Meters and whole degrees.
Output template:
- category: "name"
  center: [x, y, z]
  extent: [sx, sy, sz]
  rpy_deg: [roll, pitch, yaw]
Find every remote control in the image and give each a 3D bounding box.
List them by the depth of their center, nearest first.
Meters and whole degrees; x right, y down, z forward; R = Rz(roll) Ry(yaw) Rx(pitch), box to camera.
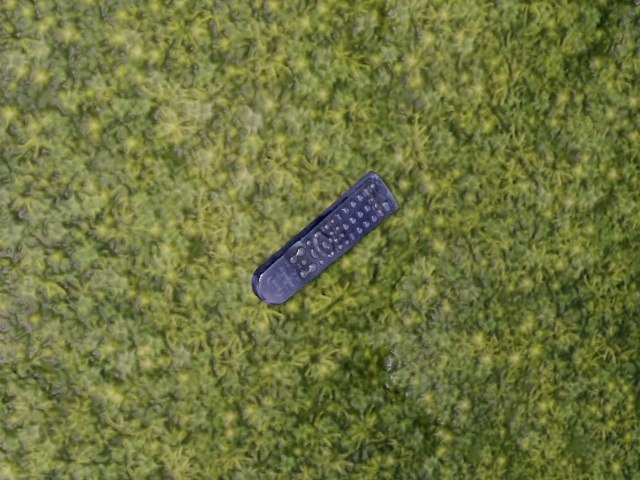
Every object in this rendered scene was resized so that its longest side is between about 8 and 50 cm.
- category: "remote control"
  center: [0.001, 0.000, 1.266]
  extent: [0.152, 0.027, 0.043]
  rpy_deg: [-39, 107, -11]
